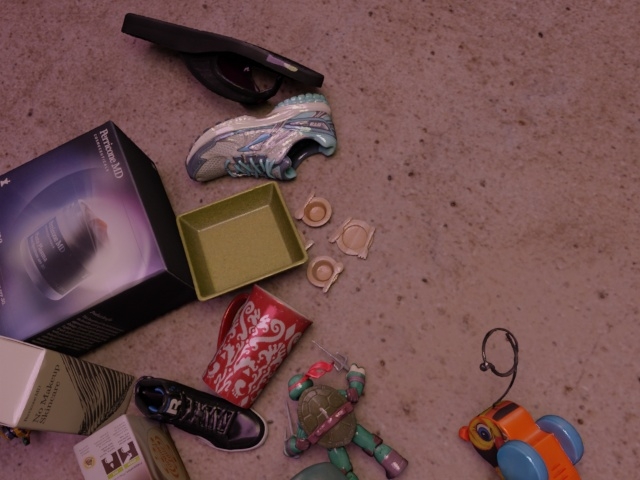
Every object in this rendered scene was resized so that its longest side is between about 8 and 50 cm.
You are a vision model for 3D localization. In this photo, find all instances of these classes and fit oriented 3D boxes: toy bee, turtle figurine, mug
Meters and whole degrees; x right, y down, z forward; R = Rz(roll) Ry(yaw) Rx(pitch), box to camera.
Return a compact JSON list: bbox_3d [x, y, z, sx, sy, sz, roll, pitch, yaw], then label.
[{"bbox_3d":[0.276,0.283,0.863,0.195,0.162,0.298,2,69,-24],"label":"toy bee"},{"bbox_3d":[0.014,0.273,0.933,0.175,0.118,0.234,-40,75,1],"label":"turtle figurine"},{"bbox_3d":[-0.108,0.169,1.013,0.113,0.150,0.169,34,84,-16],"label":"mug"}]

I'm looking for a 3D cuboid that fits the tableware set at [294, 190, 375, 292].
[{"bbox_3d":[0.000,0.000,1.077,0.168,0.020,0.141,34,81,20],"label":"tableware set"}]

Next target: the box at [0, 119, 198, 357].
[{"bbox_3d":[-0.397,0.009,1.050,0.294,0.183,0.296,-26,70,0],"label":"box"}]

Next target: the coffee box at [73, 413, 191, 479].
[{"bbox_3d":[-0.250,0.394,0.929,0.098,0.141,0.247,-33,67,0],"label":"coffee box"}]

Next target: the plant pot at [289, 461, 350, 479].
[{"bbox_3d":[-0.022,0.431,0.776,0.248,0.252,0.247,44,117,2],"label":"plant pot"}]

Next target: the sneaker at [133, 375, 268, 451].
[{"bbox_3d":[-0.196,0.271,0.970,0.216,0.121,0.079,15,76,17],"label":"sneaker"}]

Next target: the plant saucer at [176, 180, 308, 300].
[{"bbox_3d":[-0.132,0.006,1.063,0.188,0.045,0.188,-21,55,-4],"label":"plant saucer"}]

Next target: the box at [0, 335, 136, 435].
[{"bbox_3d":[-0.392,0.228,0.944,0.094,0.275,0.113,11,74,14],"label":"box"}]

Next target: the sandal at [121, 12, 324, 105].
[{"bbox_3d":[-0.187,-0.325,1.179,0.445,0.167,0.107,22,102,26],"label":"sandal"}]

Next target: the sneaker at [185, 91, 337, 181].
[{"bbox_3d":[-0.103,-0.158,1.109,0.283,0.110,0.122,-23,71,4],"label":"sneaker"}]

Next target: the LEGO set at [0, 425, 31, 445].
[{"bbox_3d":[-0.615,0.223,1.009,0.331,0.255,0.192,43,68,14],"label":"LEGO set"}]
